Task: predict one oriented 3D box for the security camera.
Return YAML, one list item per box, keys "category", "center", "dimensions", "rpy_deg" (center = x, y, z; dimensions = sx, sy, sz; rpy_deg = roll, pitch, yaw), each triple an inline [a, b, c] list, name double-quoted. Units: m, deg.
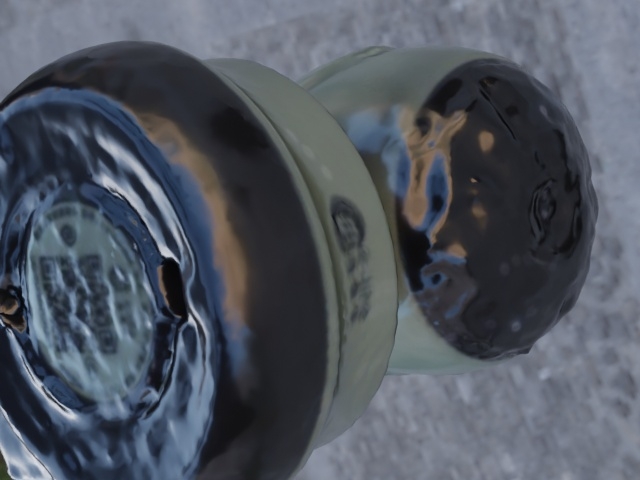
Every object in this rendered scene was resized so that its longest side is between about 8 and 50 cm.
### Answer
- category: "security camera"
  center: [0.000, 0.000, 0.706]
  dimensions: [0.191, 0.277, 0.197]
  rpy_deg: [-6, 97, 44]
